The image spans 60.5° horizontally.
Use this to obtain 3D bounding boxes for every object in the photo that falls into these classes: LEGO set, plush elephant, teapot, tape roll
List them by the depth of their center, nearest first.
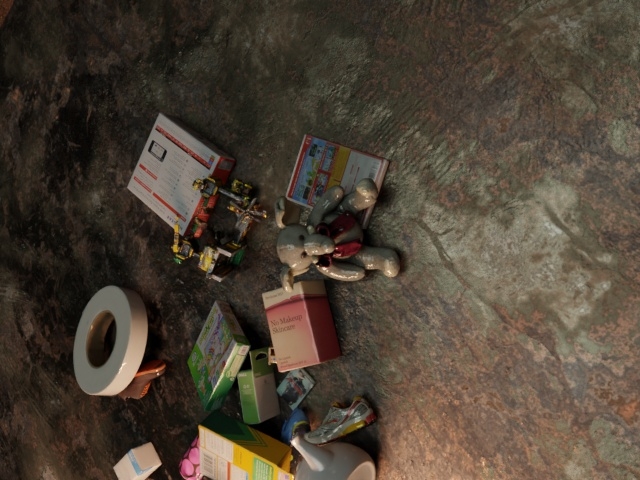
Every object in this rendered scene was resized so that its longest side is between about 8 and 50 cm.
[{"bbox_3d":[0.000,0.000,1.451,0.330,0.255,0.271,-6,100,36],"label":"plush elephant"},{"bbox_3d":[0.016,0.645,1.457,0.187,0.252,0.256,14,88,35],"label":"teapot"},{"bbox_3d":[-0.329,-0.033,1.669,0.255,0.192,0.331,33,102,2],"label":"LEGO set"},{"bbox_3d":[-0.760,0.356,1.971,0.392,0.072,0.392,-15,66,38],"label":"tape roll"}]

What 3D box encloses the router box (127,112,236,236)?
[{"bbox_3d":[-0.482,-0.226,1.870,0.335,0.082,0.301,37,107,27],"label":"router box"}]

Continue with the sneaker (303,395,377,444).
[{"bbox_3d":[0.048,0.504,1.532,0.225,0.088,0.092,-31,68,18],"label":"sneaker"}]

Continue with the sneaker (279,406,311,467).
[{"bbox_3d":[-0.088,0.588,1.624,0.209,0.069,0.082,-68,29,20],"label":"sneaker"}]

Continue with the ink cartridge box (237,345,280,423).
[{"bbox_3d":[-0.190,0.434,1.656,0.062,0.109,0.209,-14,81,29],"label":"ink cartridge box"}]

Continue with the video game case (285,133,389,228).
[{"bbox_3d":[0.041,-0.174,1.584,0.285,0.025,0.204,23,101,29],"label":"video game case"}]

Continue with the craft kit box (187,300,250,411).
[{"bbox_3d":[-0.322,0.355,1.711,0.249,0.061,0.246,-64,31,13],"label":"craft kit box"}]

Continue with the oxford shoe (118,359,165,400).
[{"bbox_3d":[-0.628,0.497,1.944,0.271,0.097,0.098,-26,94,34],"label":"oxford shoe"}]

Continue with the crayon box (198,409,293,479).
[{"bbox_3d":[-0.201,0.650,1.593,0.323,0.083,0.203,18,120,23],"label":"crayon box"}]

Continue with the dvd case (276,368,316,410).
[{"bbox_3d":[-0.074,0.437,1.641,0.087,0.013,0.119,44,109,25],"label":"dvd case"}]

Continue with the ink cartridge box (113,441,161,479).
[{"bbox_3d":[-0.650,0.797,1.933,0.143,0.092,0.090,-45,67,21],"label":"ink cartridge box"}]

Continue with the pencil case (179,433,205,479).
[{"bbox_3d":[-0.371,0.681,1.771,0.209,0.095,0.098,-59,32,16],"label":"pencil case"}]

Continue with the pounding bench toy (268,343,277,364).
[{"bbox_3d":[-0.120,0.340,1.653,0.065,0.083,0.052,2,92,0],"label":"pounding bench toy"}]

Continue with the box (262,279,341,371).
[{"bbox_3d":[-0.054,0.241,1.569,0.149,0.127,0.232,-20,79,30],"label":"box"}]
